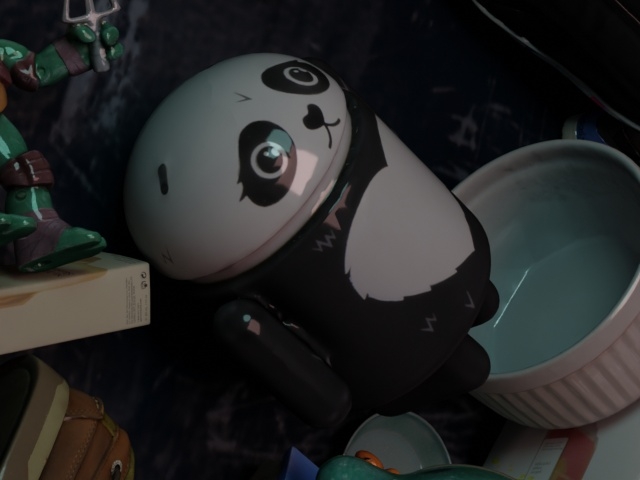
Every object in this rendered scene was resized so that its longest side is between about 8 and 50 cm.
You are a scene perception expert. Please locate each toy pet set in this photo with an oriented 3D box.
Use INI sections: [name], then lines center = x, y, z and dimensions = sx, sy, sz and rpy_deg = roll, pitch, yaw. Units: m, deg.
[toy pet set]
center = 0.006, 0.188, 1.196
dimensions = 0.114, 0.065, 0.122
rpy_deg = 44, 73, -19

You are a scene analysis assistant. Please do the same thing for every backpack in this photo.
[backpack]
center = 0.262, -0.215, 1.381
dimensions = 0.253, 0.225, 0.191
rpy_deg = 42, 36, -6

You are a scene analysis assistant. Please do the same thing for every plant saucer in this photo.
[plant saucer]
center = 0.049, 0.181, 1.285
dimensions = 0.119, 0.021, 0.119
rpy_deg = 7, 79, -41

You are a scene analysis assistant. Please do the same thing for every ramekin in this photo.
[ramekin]
center = 0.171, 0.039, 1.303
dimensions = 0.109, 0.207, 0.207
rpy_deg = 46, 55, -40

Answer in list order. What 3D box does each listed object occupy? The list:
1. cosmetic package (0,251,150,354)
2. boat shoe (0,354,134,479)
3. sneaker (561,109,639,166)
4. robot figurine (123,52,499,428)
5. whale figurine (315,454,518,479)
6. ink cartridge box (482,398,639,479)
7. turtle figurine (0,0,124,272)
[cosmetic package]
center = -0.165, 0.036, 1.079
dimensions = 0.115, 0.060, 0.041
rpy_deg = -10, 105, -45
[boat shoe]
center = -0.187, 0.216, 0.999
dimensions = 0.104, 0.111, 0.307
rpy_deg = 42, 58, -29
[sneaker]
center = 0.280, -0.075, 1.495
dimensions = 0.152, 0.085, 0.058
rpy_deg = 23, 69, -39
[robot figurine]
center = 0.001, 0.001, 1.162
dimensions = 0.173, 0.209, 0.278
rpy_deg = -46, 120, 3
[whale figurine]
center = 0.032, 0.240, 1.097
dimensions = 0.141, 0.272, 0.216
rpy_deg = 7, 70, -81
[ink cartridge box]
center = 0.242, 0.263, 1.347
dimensions = 0.279, 0.160, 0.384
rpy_deg = 54, 52, -29
[turtle figurine]
center = -0.197, -0.102, 1.034
dimensions = 0.175, 0.118, 0.234
rpy_deg = 0, 70, -46
